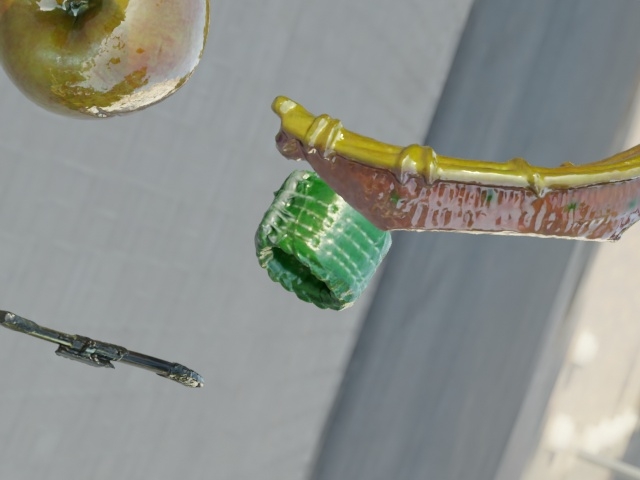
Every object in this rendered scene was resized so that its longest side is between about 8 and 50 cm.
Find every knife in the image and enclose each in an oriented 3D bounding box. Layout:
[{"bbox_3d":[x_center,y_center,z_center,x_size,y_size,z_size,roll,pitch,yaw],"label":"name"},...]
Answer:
[{"bbox_3d":[-0.169,0.091,1.527,0.222,0.045,0.021,22,73,-43],"label":"knife"}]

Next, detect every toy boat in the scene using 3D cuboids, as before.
[{"bbox_3d":[0.119,-0.048,1.305,0.141,0.317,0.099,179,-89,-74],"label":"toy boat"}]

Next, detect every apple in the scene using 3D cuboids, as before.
[{"bbox_3d":[-0.261,-0.265,2.249,0.264,0.264,0.264,20,90,-77],"label":"apple"}]

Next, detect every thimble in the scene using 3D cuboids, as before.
[{"bbox_3d":[0.000,0.000,1.780,0.090,0.118,0.130,-57,135,-16],"label":"thimble"}]
